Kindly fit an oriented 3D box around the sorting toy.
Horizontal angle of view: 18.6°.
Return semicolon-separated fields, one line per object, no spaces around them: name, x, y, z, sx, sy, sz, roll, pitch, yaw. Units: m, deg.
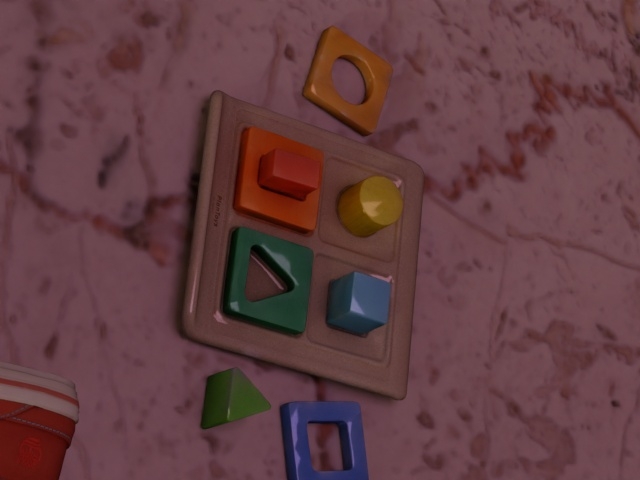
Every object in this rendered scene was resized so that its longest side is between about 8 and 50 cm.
sorting toy;0.000;0.000;1.355;0.196;0.047;0.348;20;64;-31

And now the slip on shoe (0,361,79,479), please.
slip on shoe;-0.279;0.106;1.068;0.331;0.123;0.101;14;72;-39
